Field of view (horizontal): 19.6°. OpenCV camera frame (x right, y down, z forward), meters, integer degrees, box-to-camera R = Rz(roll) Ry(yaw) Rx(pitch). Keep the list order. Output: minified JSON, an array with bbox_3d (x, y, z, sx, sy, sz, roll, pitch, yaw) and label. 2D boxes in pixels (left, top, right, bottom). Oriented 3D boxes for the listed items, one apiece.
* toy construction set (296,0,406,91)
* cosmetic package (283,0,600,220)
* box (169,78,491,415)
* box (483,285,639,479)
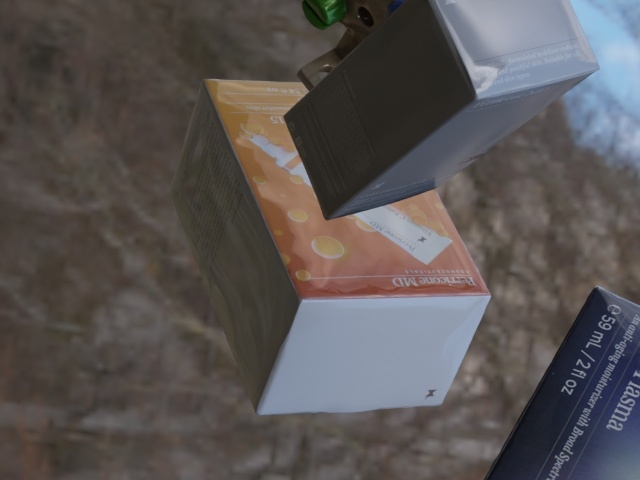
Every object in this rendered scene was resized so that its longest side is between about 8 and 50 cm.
[{"bbox_3d":[0.038,-0.270,1.684,0.237,0.257,0.308,111,5,-63],"label":"toy construction set"},{"bbox_3d":[0.086,-0.112,1.403,0.238,0.127,0.107,-34,-105,58],"label":"cosmetic package"},{"bbox_3d":[0.000,0.000,1.947,0.345,0.215,0.168,-115,-146,-41],"label":"box"},{"bbox_3d":[0.239,0.227,1.190,0.296,0.294,0.182,-54,164,-43],"label":"box"}]
